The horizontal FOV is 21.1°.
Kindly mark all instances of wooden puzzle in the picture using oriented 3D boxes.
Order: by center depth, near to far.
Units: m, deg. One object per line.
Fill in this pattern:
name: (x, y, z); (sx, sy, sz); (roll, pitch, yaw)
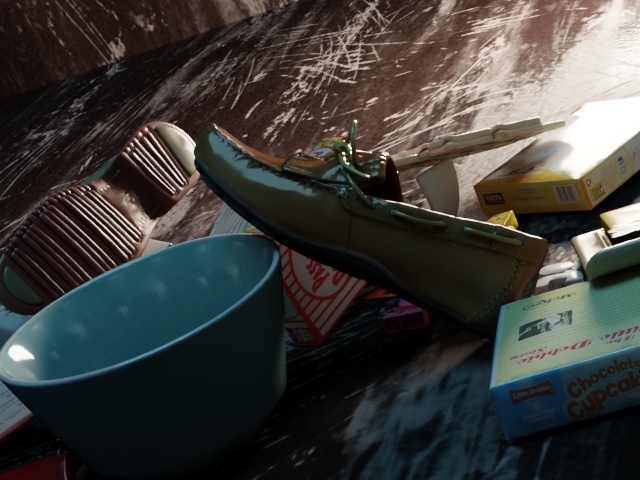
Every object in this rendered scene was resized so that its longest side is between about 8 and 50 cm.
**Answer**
wooden puzzle: (0.357, -0.023, 1.687); (0.221, 0.044, 0.239); (-18, 3, 7)

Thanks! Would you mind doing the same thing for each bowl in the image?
bowl: (-0.158, 0.134, 1.758); (0.311, 0.163, 0.311); (-20, 17, 7)

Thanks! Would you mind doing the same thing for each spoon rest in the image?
spoon rest: (0.084, -0.031, 2.121); (0.137, 0.084, 0.276); (-31, 6, -28)

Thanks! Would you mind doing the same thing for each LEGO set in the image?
LEGO set: (0.173, 0.021, 1.819); (0.227, 0.087, 0.093); (-12, 20, 26)

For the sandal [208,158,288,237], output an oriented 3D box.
sandal: (-0.065, -0.009, 2.148); (0.169, 0.102, 0.416); (-59, 10, -5)

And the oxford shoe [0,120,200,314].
oxford shoe: (-0.268, -0.004, 2.009); (0.130, 0.123, 0.348); (-39, 3, 45)

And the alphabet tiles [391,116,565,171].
alphabet tiles: (0.145, -0.108, 2.086); (0.278, 0.021, 0.284); (-15, 0, -25)

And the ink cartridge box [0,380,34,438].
ink cartridge box: (-0.454, 0.257, 1.914); (0.296, 0.066, 0.261); (-35, -1, -35)

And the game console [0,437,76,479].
game console: (-0.311, 0.267, 1.801); (0.144, 0.085, 0.124); (-20, -13, 7)

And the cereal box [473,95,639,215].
cereal box: (0.322, -0.106, 2.068); (0.240, 0.047, 0.173); (-35, 20, -35)

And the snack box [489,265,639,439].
snack box: (0.314, 0.074, 1.539); (0.322, 0.060, 0.187); (-17, 17, 15)

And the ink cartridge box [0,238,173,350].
ink cartridge box: (-0.314, 0.092, 2.116); (0.223, 0.129, 0.307); (-31, 20, -25)

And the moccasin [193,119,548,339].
moccasin: (0.046, -0.036, 1.739); (0.380, 0.147, 0.139); (25, 2, 21)

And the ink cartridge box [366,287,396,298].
ink cartridge box: (0.100, 0.027, 1.980); (0.063, 0.029, 0.115); (-7, 23, 40)

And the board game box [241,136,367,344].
board game box: (0.000, 0.000, 1.928); (0.045, 0.146, 0.193); (-3, 39, 45)
